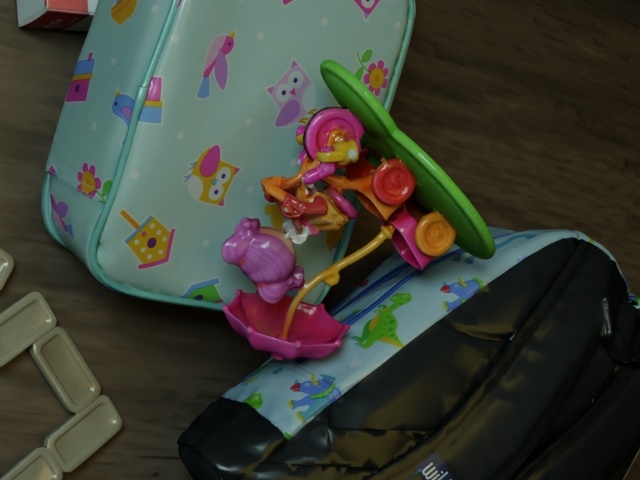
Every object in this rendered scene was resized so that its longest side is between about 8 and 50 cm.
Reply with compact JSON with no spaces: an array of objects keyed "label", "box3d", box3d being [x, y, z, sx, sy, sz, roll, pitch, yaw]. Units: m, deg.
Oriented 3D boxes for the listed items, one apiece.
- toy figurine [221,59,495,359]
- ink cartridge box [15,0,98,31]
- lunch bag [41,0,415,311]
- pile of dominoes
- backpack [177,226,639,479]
[{"label":"toy figurine","box3d":[0.000,0.000,0.691,0.159,0.130,0.173,-43,116,-6]},{"label":"ink cartridge box","box3d":[-0.145,-0.200,0.764,0.135,0.056,0.099,-3,87,-37]},{"label":"lunch bag","box3d":[-0.057,-0.084,0.748,0.224,0.108,0.279,12,100,-41]},{"label":"pile of dominoes","box3d":[-0.265,0.112,0.666,0.251,0.040,0.196,-40,109,-42]},{"label":"backpack","box3d":[0.100,0.135,0.817,0.355,0.273,0.290,-38,107,-11]}]
